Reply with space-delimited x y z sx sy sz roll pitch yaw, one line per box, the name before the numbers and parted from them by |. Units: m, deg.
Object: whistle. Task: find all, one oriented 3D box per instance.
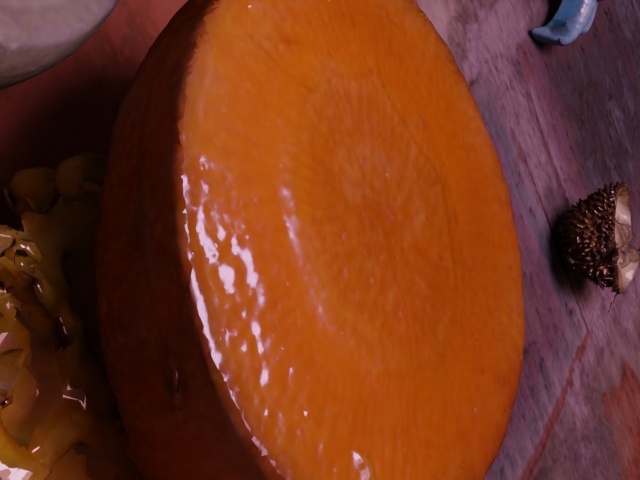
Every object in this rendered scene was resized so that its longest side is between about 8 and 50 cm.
whistle | 0.258 -0.290 1.240 0.274 0.093 0.186 -15 121 -54

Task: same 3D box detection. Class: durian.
durian | 0.259 0.004 1.176 0.140 0.071 0.110 -34 115 -69

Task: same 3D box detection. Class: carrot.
carrot | 0.000 0.000 0.608 0.258 0.100 0.307 25 58 -47

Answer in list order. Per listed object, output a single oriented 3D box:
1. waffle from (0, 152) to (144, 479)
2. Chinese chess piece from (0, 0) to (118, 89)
waffle | -0.063 0.145 0.635 0.380 0.095 0.382 29 61 -49
Chinese chess piece | -0.174 -0.179 0.552 0.238 0.092 0.237 23 61 -53
